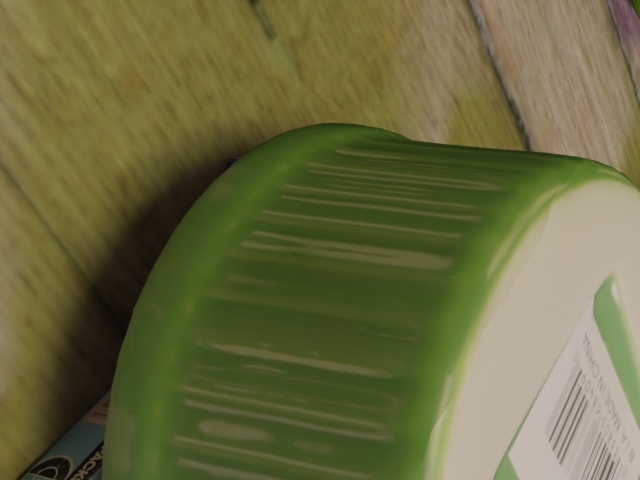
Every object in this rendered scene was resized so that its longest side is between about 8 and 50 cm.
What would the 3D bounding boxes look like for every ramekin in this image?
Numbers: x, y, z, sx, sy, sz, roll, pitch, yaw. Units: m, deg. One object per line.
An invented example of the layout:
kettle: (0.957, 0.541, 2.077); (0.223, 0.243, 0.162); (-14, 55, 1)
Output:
ramekin: (0.062, 0.096, 0.510); (0.303, 0.148, 0.304); (-5, 97, -51)

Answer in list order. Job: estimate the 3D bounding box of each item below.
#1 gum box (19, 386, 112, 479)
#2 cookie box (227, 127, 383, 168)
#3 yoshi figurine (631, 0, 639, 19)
gum box: (-0.085, 0.179, 0.488); (0.157, 0.041, 0.184); (-48, 126, -38)
cookie box: (0.000, 0.000, 0.579); (0.091, 0.040, 0.107); (-20, 108, -48)
yoshi figurine: (0.343, -0.291, 0.831); (0.204, 0.203, 0.362); (-100, -165, -49)
